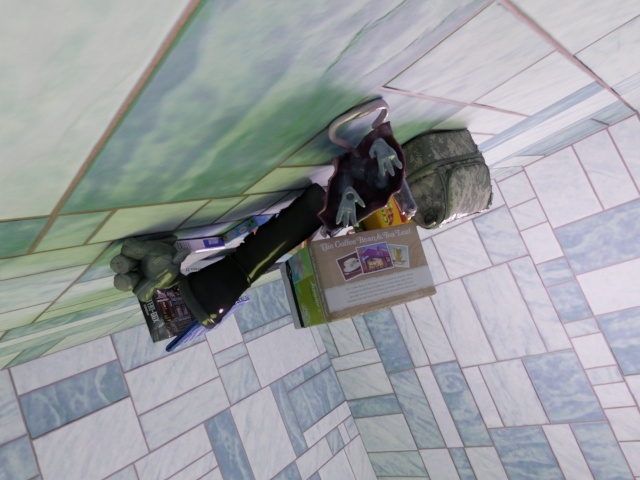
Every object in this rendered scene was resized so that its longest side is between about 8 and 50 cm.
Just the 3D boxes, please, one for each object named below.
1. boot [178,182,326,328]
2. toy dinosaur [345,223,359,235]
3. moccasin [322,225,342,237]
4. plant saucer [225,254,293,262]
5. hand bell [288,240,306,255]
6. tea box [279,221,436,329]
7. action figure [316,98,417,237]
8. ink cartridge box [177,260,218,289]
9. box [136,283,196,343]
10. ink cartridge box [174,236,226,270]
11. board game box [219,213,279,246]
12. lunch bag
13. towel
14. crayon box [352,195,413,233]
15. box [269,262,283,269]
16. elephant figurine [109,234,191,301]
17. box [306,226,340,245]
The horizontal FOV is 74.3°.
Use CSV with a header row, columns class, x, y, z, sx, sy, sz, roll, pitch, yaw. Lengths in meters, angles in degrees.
class,x,y,z,sx,sy,sz,roll,pitch,yaw
boot,-0.138,0.022,1.134,0.445,0.146,0.367,-35,-170,-2
toy dinosaur,0.219,-0.103,1.962,0.200,0.127,0.296,-26,-178,-30
moccasin,0.171,-0.112,1.710,0.342,0.116,0.138,-24,173,16
plant saucer,-0.232,0.069,1.764,0.318,0.043,0.317,-5,-178,0
hand bell,-0.180,0.013,1.574,0.242,0.126,0.126,1,175,5
tea box,0.094,0.112,1.246,0.329,0.219,0.323,-11,168,-23
action figure,0.074,-0.146,0.991,0.248,0.275,0.370,-18,-169,8
ink cartridge box,-0.413,0.149,1.632,0.207,0.119,0.353,0,169,-6
box,-0.582,0.254,1.675,0.077,0.242,0.307,-24,174,11
ink cartridge box,-0.452,0.052,1.326,0.224,0.045,0.223,-25,172,29
board game box,-0.235,-0.029,1.410,0.212,0.039,0.160,-25,173,32
lunch bag,0.368,-0.173,1.270,0.305,0.255,0.213,-17,172,-41
towel,-0.441,0.332,1.696,0.243,0.040,0.336,-41,170,17
crayon box,0.221,-0.118,1.463,0.319,0.202,0.081,-17,171,-43
box,-0.321,0.128,2.100,0.261,0.103,0.184,-20,176,-10
elephant figurine,-0.435,0.057,1.116,0.239,0.186,0.169,-149,-96,-86
box,0.000,0.000,1.843,0.170,0.091,0.130,-57,-169,-29
